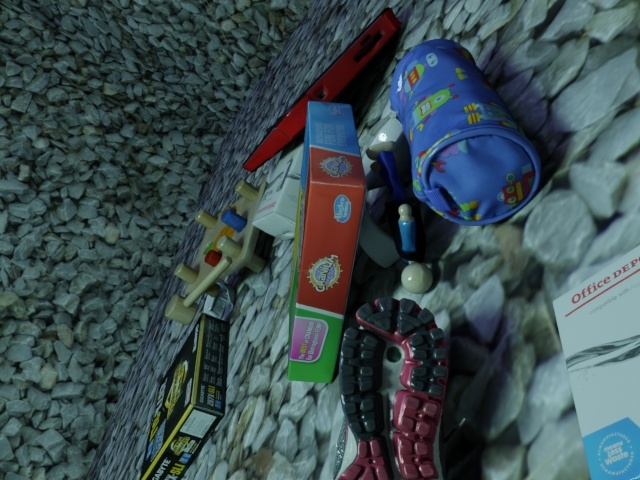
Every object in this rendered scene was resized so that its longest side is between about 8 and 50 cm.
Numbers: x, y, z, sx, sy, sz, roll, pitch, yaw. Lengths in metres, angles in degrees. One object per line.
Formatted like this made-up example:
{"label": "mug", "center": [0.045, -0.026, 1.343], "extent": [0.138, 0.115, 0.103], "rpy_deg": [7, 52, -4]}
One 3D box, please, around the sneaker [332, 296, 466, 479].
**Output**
{"label": "sneaker", "center": [0.068, 0.206, 0.534], "extent": [0.112, 0.121, 0.299], "rpy_deg": [59, -141, -69]}

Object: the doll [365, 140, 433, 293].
{"label": "doll", "center": [0.103, -0.024, 0.737], "extent": [0.129, 0.046, 0.188], "rpy_deg": [57, -162, -65]}

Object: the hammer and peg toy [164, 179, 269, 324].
{"label": "hammer and peg toy", "center": [-0.233, 0.037, 1.461], "extent": [0.266, 0.127, 0.361], "rpy_deg": [-30, 36, 38]}

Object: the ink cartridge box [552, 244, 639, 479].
{"label": "ink cartridge box", "center": [0.213, 0.066, 0.377], "extent": [0.104, 0.060, 0.180], "rpy_deg": [-48, 24, 40]}

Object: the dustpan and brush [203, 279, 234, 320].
{"label": "dustpan and brush", "center": [-0.276, 0.140, 1.593], "extent": [0.147, 0.060, 0.211], "rpy_deg": [-52, 22, 31]}

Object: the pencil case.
{"label": "pencil case", "center": [0.153, -0.138, 0.713], "extent": [0.133, 0.119, 0.306], "rpy_deg": [-31, 30, 19]}

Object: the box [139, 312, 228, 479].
{"label": "box", "center": [-0.301, 0.356, 1.349], "extent": [0.257, 0.079, 0.322], "rpy_deg": [-58, 19, 22]}

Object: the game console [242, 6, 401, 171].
{"label": "game console", "center": [-0.005, -0.325, 1.316], "extent": [0.386, 0.060, 0.342], "rpy_deg": [-50, 13, -22]}

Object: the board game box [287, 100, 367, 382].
{"label": "board game box", "center": [0.000, 0.000, 0.835], "extent": [0.242, 0.064, 0.316], "rpy_deg": [-93, 9, -56]}

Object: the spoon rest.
{"label": "spoon rest", "center": [0.090, -0.093, 0.885], "extent": [0.137, 0.084, 0.276], "rpy_deg": [-46, 26, 43]}

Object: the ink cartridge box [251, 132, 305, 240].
{"label": "ink cartridge box", "center": [-0.050, -0.120, 1.285], "extent": [0.159, 0.092, 0.217], "rpy_deg": [-17, 51, 65]}
